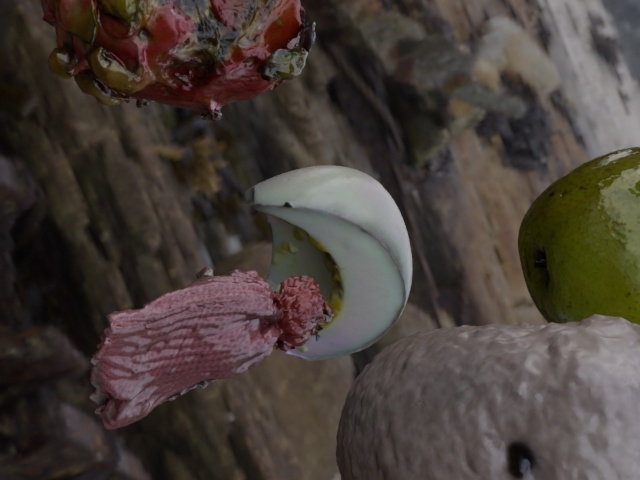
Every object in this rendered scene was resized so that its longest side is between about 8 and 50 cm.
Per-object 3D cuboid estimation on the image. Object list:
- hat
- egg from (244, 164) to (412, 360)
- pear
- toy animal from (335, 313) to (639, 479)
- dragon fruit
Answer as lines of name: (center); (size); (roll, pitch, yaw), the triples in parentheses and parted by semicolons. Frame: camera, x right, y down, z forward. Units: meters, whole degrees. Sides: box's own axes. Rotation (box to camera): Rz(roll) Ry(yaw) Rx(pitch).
hat: (-0.123, 0.103, 1.504); (0.107, 0.286, 0.236); (63, -21, 23)
egg: (0.019, 0.004, 1.709); (0.161, 0.207, 0.271); (-75, 160, -46)
pear: (0.380, 0.020, 1.618); (0.294, 0.294, 0.294); (-21, 90, -77)
toy animal: (0.122, 0.178, 1.039); (0.358, 0.188, 0.226); (-11, -95, 60)
dragon fruit: (-0.208, -0.270, 1.617); (0.314, 0.263, 0.296); (3, -65, 57)
